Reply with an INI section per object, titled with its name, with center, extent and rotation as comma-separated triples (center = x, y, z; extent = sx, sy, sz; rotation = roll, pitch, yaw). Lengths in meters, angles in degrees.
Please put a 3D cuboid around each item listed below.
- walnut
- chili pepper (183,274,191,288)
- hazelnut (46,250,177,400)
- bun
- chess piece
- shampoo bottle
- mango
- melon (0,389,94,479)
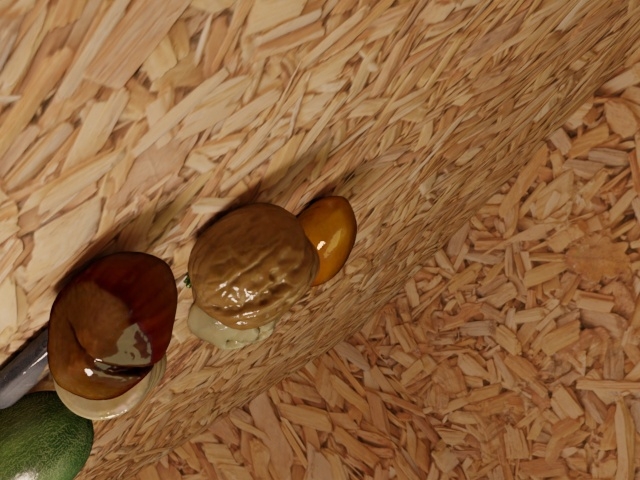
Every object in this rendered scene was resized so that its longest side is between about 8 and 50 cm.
[walnut]
center = -0.113, 0.043, 1.949
extent = 0.213, 0.213, 0.213
rotation = -35, 170, -8
[chili pepper]
center = -0.204, 0.054, 2.131
extent = 0.091, 0.034, 0.030
rotation = -30, 135, -27
[hazelnut]
center = -0.285, 0.116, 1.717
extent = 0.181, 0.181, 0.212
rotation = 12, 124, -46
[bun]
center = -0.144, 0.135, 2.389
extent = 0.231, 0.133, 0.231
rotation = -34, 167, -9
[chess piece]
center = -0.337, 0.217, 2.073
extent = 0.167, 0.167, 0.300
rotation = -37, 173, 0
[shampoo bottle]
center = -0.420, 0.172, 1.863
extent = 0.233, 0.049, 0.087
rotation = -41, 171, 19
[mango]
center = 0.000, 0.000, 2.283
extent = 0.154, 0.126, 0.252
rotation = -44, 174, -30
[melon]
center = -0.499, 0.358, 2.061
extent = 0.287, 0.182, 0.182
rotation = -35, 170, 0
